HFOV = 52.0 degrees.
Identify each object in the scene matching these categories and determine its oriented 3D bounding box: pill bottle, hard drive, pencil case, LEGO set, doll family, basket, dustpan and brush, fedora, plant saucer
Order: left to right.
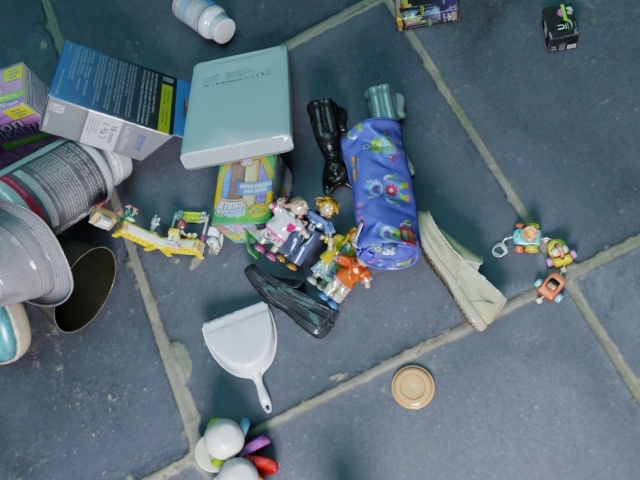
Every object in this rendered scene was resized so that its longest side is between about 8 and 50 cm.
[{"bbox_3d":[-0.626,0.049,1.282,0.276,0.243,0.124,9,32,35],"label":"fedora"},{"bbox_3d":[-0.601,0.069,1.468,0.227,0.154,0.204,22,89,25],"label":"basket"},{"bbox_3d":[-0.575,-0.122,1.448,0.176,0.176,0.318,23,43,21],"label":"pill bottle"},{"bbox_3d":[-0.350,-0.040,1.447,0.287,0.132,0.107,13,68,-4],"label":"LEGO set"},{"bbox_3d":[-0.289,-0.559,1.637,0.160,0.087,0.087,40,85,23],"label":"pill bottle"},{"bbox_3d":[-0.180,-0.305,1.464,0.233,0.047,0.353,-10,45,6],"label":"hard drive"},{"bbox_3d":[-0.142,0.248,1.340,0.147,0.060,0.211,-20,60,-7],"label":"dustpan and brush"},{"bbox_3d":[0.000,0.000,1.329,0.263,0.118,0.163,38,101,-9],"label":"doll family"},{"bbox_3d":[0.112,-0.091,1.271,0.133,0.119,0.306,3,65,-20],"label":"pencil case"},{"bbox_3d":[0.178,0.282,1.261,0.084,0.013,0.083,-5,71,14],"label":"plant saucer"}]

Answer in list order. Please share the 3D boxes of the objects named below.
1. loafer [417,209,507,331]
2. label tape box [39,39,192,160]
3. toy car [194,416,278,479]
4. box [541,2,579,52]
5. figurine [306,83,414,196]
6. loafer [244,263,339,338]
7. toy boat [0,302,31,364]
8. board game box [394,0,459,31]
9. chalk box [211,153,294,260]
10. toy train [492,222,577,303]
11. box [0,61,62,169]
[{"bbox_3d":[0.268,0.046,1.280,0.092,0.102,0.268,-30,76,1],"label":"loafer"},{"bbox_3d":[-0.441,-0.305,1.504,0.334,0.106,0.240,16,41,-22],"label":"label tape box"},{"bbox_3d":[-0.151,0.416,1.243,0.136,0.159,0.182,-12,63,-27],"label":"toy car"},{"bbox_3d":[0.515,-0.458,1.412,0.062,0.052,0.083,-9,70,11],"label":"box"},{"bbox_3d":[0.091,-0.213,1.427,0.215,0.092,0.209,-11,77,10],"label":"figurine"},{"bbox_3d":[-0.061,0.112,1.353,0.223,0.076,0.078,35,78,18],"label":"loafer"},{"bbox_3d":[-0.777,0.131,1.426,0.268,0.148,0.318,-6,104,30],"label":"toy boat"},{"bbox_3d":[0.242,-0.581,1.529,0.141,0.048,0.170,-7,70,13],"label":"board game box"},{"bbox_3d":[-0.144,-0.067,1.403,0.132,0.132,0.212,0,70,14],"label":"chalk box"},{"bbox_3d":[0.420,0.036,1.267,0.125,0.046,0.166,-44,67,-4],"label":"toy train"},{"bbox_3d":[-0.727,-0.282,1.570,0.214,0.243,0.117,-16,68,8],"label":"box"}]
